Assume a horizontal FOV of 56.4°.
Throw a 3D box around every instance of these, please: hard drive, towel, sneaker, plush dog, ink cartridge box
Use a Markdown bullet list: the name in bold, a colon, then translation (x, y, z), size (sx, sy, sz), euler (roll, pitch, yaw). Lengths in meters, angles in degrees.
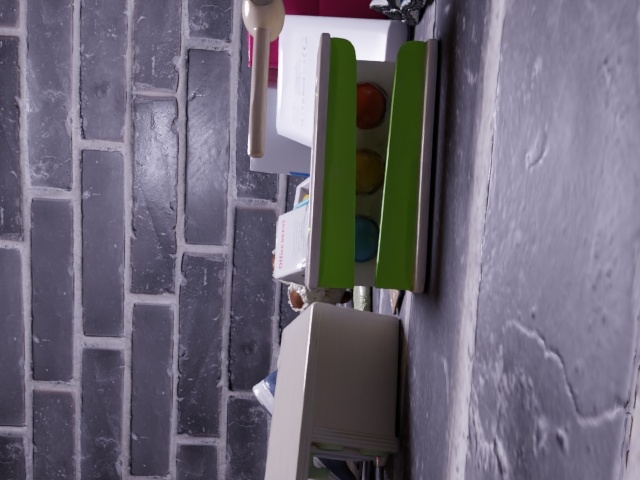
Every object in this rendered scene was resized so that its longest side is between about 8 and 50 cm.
- **hard drive**: translation (0.020, -0.245, 0.954), size (0.319, 0.040, 0.210), euler (33, 125, 53)
- **towel**: translation (0.078, 0.118, 1.153), size (0.148, 0.027, 0.109), euler (98, 174, -71)
- **sneaker**: translation (0.106, -0.310, 0.721), size (0.162, 0.064, 0.073), euler (-119, 50, -80)
- **sneaker**: translation (0.019, 0.251, 0.900), size (0.226, 0.163, 0.086), euler (46, 173, 32)
- **plush dog**: translation (0.020, 0.042, 1.452), size (0.225, 0.211, 0.262), euler (-69, 26, 17)
- **ink cartridge box**: translation (0.000, 0.000, 1.256), size (0.203, 0.086, 0.148), euler (-19, 61, 46)
- **ink cartridge box**: translation (-0.048, -0.251, 1.241), size (0.232, 0.172, 0.168), euler (-91, 8, -64)

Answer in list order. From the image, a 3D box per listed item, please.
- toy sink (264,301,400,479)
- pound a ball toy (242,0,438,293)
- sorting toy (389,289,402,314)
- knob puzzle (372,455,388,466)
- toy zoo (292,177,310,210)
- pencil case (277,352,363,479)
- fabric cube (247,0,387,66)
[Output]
- **toy sink**: translation (0.018, 0.220, 0.783), size (0.153, 0.131, 0.234), euler (129, 150, -61)
- **pound a ball toy**: translation (0.013, -0.106, 0.674), size (0.136, 0.208, 0.318), euler (159, 113, -88)
- **sorting toy**: translation (0.099, 0.050, 0.797), size (0.062, 0.012, 0.083), euler (87, 180, -50)
- **knob puzzle**: translation (0.079, 0.239, 0.872), size (0.213, 0.030, 0.212), euler (-177, 90, -88)
- **toy zoo**: translation (0.012, -0.115, 1.470), size (0.030, 0.192, 0.293), euler (44, -149, -27)
- **pencil case**: translation (0.005, 0.334, 1.007), size (0.184, 0.160, 0.409), euler (-23, 51, 38)
- **fabric cube**: translation (-0.004, -0.469, 1.167), size (0.254, 0.259, 0.257), euler (-95, 6, -74)
